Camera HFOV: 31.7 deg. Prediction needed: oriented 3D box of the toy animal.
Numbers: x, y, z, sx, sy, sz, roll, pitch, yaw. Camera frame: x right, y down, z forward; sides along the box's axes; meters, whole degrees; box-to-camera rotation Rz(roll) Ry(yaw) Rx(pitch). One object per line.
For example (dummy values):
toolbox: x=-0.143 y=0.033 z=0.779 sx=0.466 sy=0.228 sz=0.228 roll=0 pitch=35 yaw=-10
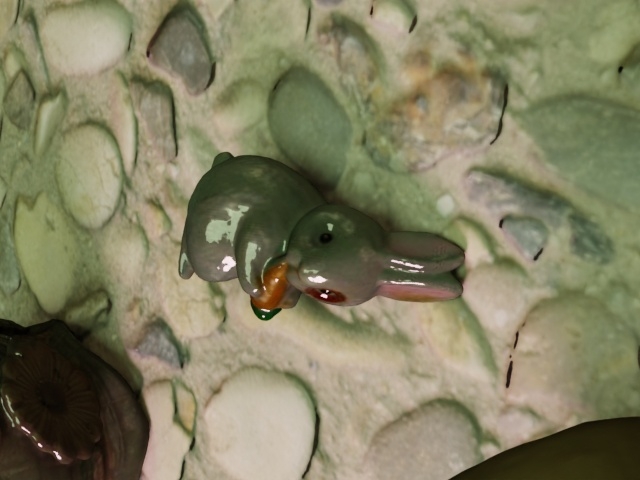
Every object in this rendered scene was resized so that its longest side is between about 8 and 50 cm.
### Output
toy animal: x=-0.010 y=0.001 z=0.901 sx=0.236 sy=0.108 sz=0.138 roll=6 pitch=99 yaw=40

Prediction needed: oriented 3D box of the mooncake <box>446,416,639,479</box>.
mooncake: x=0.163 y=0.329 z=0.566 sx=0.262 sy=0.467 sz=0.467 roll=-32 pitch=75 yaw=42

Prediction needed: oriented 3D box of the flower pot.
flower pot: x=-0.329 y=0.204 z=1.142 sx=0.301 sy=0.213 sz=0.302 roll=7 pitch=101 yaw=40
